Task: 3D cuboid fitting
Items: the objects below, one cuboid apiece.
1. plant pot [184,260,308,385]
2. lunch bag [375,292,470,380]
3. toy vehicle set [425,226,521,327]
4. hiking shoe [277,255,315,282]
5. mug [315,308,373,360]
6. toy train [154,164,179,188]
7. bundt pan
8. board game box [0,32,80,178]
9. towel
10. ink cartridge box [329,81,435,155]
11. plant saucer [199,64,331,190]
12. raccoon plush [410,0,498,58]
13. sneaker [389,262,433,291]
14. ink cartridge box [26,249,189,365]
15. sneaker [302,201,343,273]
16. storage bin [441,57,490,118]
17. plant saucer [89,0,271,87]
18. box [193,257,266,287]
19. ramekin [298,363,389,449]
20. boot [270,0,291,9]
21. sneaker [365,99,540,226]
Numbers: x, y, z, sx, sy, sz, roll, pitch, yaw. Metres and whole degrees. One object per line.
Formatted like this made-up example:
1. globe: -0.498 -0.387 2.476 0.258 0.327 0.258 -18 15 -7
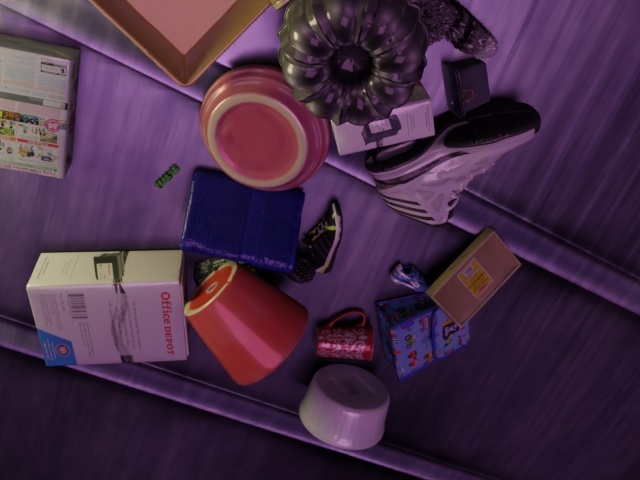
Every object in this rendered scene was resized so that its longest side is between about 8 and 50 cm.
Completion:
1. plant pot: -0.210 0.203 1.845 0.275 0.275 0.243 -38 110 16
2. lunch bag: 0.338 0.266 2.134 0.293 0.138 0.221 -19 123 -10
3. toy vehicle set: 0.450 0.110 2.027 0.267 0.035 0.166 -46 119 -2
4. hiking shoe: -0.122 0.044 1.929 0.227 0.086 0.114 45 153 -5
5. mug: 0.072 0.294 2.129 0.169 0.150 0.113 2 159 -4
6. toy train: -0.399 -0.164 1.802 0.083 0.017 0.024 -41 130 18
7. bundt pan: 0.064 -0.376 1.443 0.331 0.124 0.331 3 130 4
8. board game box: -0.695 -0.312 1.619 0.224 0.097 0.303 10 120 -12
9. towel: -0.203 -0.049 1.821 0.308 0.076 0.227 12 76 -15
10. ink cartridge box: 0.140 -0.308 1.684 0.237 0.172 0.100 -12 124 1
11. plant saucer: -0.143 -0.255 1.678 0.332 0.084 0.332 7 127 10
12. raccoon plush: 0.173 -0.451 1.590 0.446 0.216 0.299 33 121 -25
13. sneaker: 0.277 0.109 2.048 0.144 0.053 0.059 17 117 -19
14. ink cartridge box: -0.566 0.186 1.919 0.395 0.166 0.285 -1 124 -6
15. sneaker: 0.000 0.000 1.921 0.097 0.084 0.234 7 122 -10
16. storage bin: 0.368 -0.385 1.718 0.091 0.098 0.135 -22 124 -5
17. plant saucer: -0.301 -0.562 1.495 0.333 0.081 0.333 -43 118 8
18. box: -0.252 0.117 1.967 0.180 0.077 0.147 -17 124 3
19. ramekin: 0.082 0.506 2.158 0.277 0.277 0.135 10 114 -14
20. boot: -0.077 -0.639 1.446 0.203 0.095 0.262 37 84 -25
21. sneaker: 0.364 -0.193 1.821 0.447 0.169 0.257 -17 133 13
